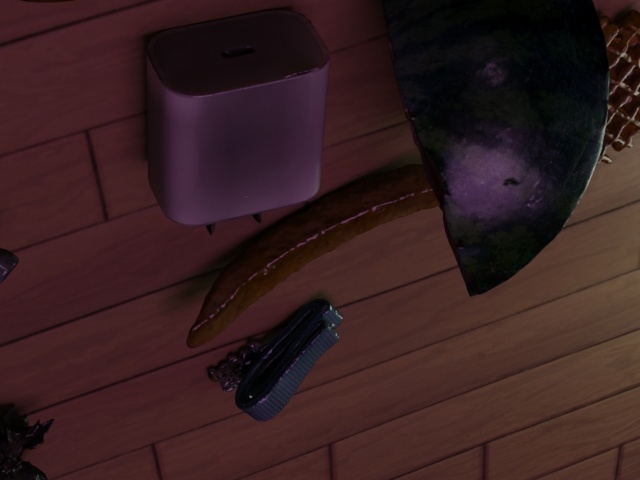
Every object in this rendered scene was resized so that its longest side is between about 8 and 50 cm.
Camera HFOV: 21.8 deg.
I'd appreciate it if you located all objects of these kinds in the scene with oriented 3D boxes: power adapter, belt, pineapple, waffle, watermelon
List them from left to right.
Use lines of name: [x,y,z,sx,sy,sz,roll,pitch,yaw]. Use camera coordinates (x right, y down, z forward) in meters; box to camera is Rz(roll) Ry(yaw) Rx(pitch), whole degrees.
pineapple: [-0.399,0.318,2.081,0.125,0.125,0.251,-7,128,-25]
power adapter: [-0.093,-0.111,1.821,0.187,0.124,0.255,-13,137,-17]
belt: [-0.050,0.145,2.152,0.179,0.100,0.065,-47,138,-4]
watermelon: [0.160,-0.151,1.826,0.222,0.292,0.319,14,132,-44]
waffle: [0.348,-0.183,2.065,0.229,0.051,0.231,-17,137,-15]

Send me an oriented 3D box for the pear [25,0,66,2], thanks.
pear: [-0.245,-0.306,1.474,0.209,0.209,0.209,-17,137,-16]

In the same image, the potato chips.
potato chips: [0.000,0.000,2.023,0.407,0.080,0.057,-29,156,-4]

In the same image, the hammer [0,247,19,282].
hammer: [-0.407,0.018,1.691,0.159,0.226,0.041,39,113,-7]
